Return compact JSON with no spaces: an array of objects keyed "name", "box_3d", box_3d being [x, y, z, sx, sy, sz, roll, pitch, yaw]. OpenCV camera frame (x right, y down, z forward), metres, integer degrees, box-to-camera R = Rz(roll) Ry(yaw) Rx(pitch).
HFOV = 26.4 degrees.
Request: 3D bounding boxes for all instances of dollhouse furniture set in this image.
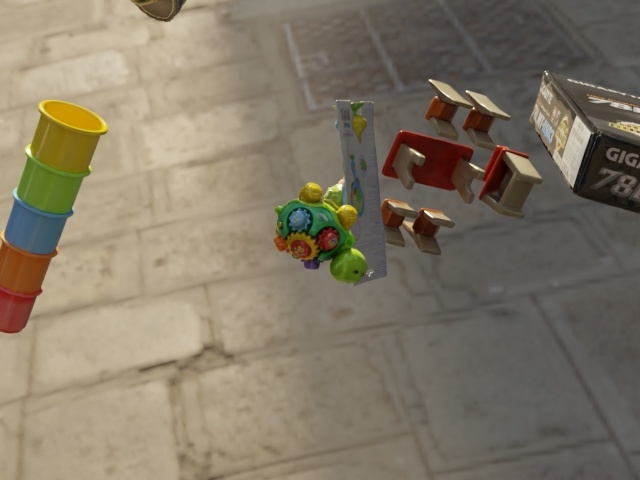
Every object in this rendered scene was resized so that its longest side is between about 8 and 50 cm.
[{"name":"dollhouse furniture set","box_3d":[0.221,-0.119,2.249,0.259,0.262,0.135,12,25,-30]}]

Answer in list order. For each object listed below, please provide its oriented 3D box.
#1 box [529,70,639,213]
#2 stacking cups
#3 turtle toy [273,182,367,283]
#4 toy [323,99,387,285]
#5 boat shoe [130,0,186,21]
[{"name":"box","box_3d":[0.382,-0.081,1.412,0.295,0.073,0.293,15,20,-4]},{"name":"stacking cups","box_3d":[-0.375,-0.027,1.813,0.096,0.316,0.096,20,22,-9]},{"name":"turtle toy","box_3d":[0.000,0.000,1.587,0.130,0.095,0.066,32,46,-4]},{"name":"toy","box_3d":[0.038,-0.064,1.799,0.056,0.237,0.137,-1,4,22]},{"name":"boat shoe","box_3d":[-0.249,-0.384,1.869,0.116,0.324,0.097,11,70,7]}]
